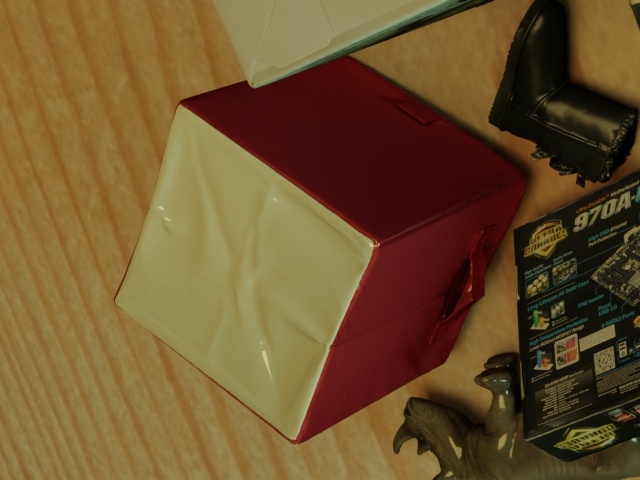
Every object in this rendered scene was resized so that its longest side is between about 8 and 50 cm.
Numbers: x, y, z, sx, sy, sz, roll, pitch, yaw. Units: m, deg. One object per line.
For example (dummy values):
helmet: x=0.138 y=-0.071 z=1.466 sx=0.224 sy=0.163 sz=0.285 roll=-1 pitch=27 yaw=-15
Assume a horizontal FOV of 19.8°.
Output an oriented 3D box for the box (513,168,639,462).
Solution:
box: x=0.230 y=0.033 z=1.229 sx=0.220 sy=0.175 sz=0.051 roll=-28 pitch=137 yaw=36

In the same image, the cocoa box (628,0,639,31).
cocoa box: x=0.377 y=-0.155 z=1.019 sx=0.347 sy=0.231 sz=0.228 roll=-15 pitch=101 yaw=35

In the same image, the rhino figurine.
rhino figurine: x=0.150 y=0.141 z=1.374 sx=0.243 sy=0.073 sz=0.106 roll=-16 pitch=97 yaw=36

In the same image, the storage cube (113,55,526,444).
storage cube: x=0.000 y=0.000 z=1.323 sx=0.215 sy=0.193 sz=0.183 roll=37 pitch=124 yaw=23

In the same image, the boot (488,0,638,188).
boot: x=0.176 y=-0.102 z=1.278 sx=0.099 sy=0.045 sz=0.121 roll=31 pitch=129 yaw=20

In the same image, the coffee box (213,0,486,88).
coffee box: x=0.076 y=-0.202 z=1.144 sx=0.168 sy=0.297 sz=0.118 roll=-21 pitch=94 yaw=36
